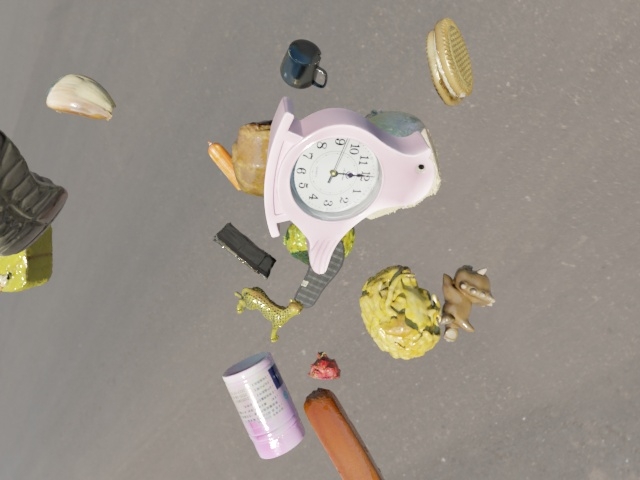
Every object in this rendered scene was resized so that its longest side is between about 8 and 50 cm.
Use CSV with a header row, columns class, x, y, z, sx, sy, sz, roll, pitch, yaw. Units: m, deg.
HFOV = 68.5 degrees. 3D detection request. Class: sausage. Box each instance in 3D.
class,x,y,z,sx,sy,sz,roll,pitch,yaw
sausage,-0.380,-0.311,1.910,0.234,0.071,0.071,50,126,0
sausage,0.069,0.549,1.232,0.097,0.094,0.348,-31,74,-8

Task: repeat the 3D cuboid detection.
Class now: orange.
class,x,y,z,sx,sy,sz,roll,pitch,yaw
orange,0.000,0.000,1.966,0.300,0.301,0.223,-15,78,32

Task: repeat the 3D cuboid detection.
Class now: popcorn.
class,x,y,z,sx,sy,sz,roll,pitch,yaw
popcorn,0.220,0.197,1.268,0.190,0.250,0.250,-26,75,28

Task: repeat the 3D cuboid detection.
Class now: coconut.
class,x,y,z,sx,sy,sz,roll,pitch,yaw
coconut,0.175,-0.225,1.303,0.297,0.297,0.254,-5,122,42

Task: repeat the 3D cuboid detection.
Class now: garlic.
class,x,y,z,sx,sy,sz,roll,pitch,yaw
garlic,-0.691,-0.408,1.316,0.207,0.128,0.115,10,103,11

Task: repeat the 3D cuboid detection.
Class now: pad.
class,x,y,z,sx,sy,sz,roll,pitch,yaw
pad,-0.263,0.034,1.670,0.233,0.174,0.022,39,110,-9

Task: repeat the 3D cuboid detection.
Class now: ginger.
class,x,y,z,sx,sy,sz,roll,pitch,yaw
ginger,-0.176,-0.245,1.475,0.269,0.200,0.223,-148,47,-85

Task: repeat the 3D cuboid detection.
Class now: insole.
class,x,y,z,sx,sy,sz,roll,pitch,yaw
insole,-0.006,0.107,1.509,0.012,0.110,0.309,-87,23,-56

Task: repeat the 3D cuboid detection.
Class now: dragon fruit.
class,x,y,z,sx,sy,sz,roll,pitch,yaw
dragon fruit,0.024,0.559,2.114,0.153,0.153,0.111,0,89,42

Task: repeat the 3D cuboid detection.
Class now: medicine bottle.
class,x,y,z,sx,sy,sz,roll,pitch,yaw
medicine bottle,-0.158,0.463,1.332,0.152,0.152,0.254,-22,93,41

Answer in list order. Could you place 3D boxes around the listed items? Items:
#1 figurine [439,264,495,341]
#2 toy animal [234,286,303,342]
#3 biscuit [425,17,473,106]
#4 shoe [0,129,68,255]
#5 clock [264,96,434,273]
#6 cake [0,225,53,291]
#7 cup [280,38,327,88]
class,x,y,z,sx,sy,sz,roll,pitch,yaw
figurine,0.518,0.208,1.641,0.173,0.177,0.247,-1,50,22
toy animal,-0.140,0.160,1.188,0.181,0.073,0.136,37,138,9
biscuit,0.395,-0.541,1.434,0.079,0.259,0.259,-12,85,35
shoe,-0.401,-0.072,0.540,0.137,0.114,0.291,32,161,2
clock,0.036,-0.074,0.812,0.080,0.275,0.290,-99,19,-55
cake,-0.938,0.022,1.436,0.179,0.156,0.260,4,97,3
cup,-0.062,-0.766,2.075,0.223,0.169,0.176,29,149,-2
